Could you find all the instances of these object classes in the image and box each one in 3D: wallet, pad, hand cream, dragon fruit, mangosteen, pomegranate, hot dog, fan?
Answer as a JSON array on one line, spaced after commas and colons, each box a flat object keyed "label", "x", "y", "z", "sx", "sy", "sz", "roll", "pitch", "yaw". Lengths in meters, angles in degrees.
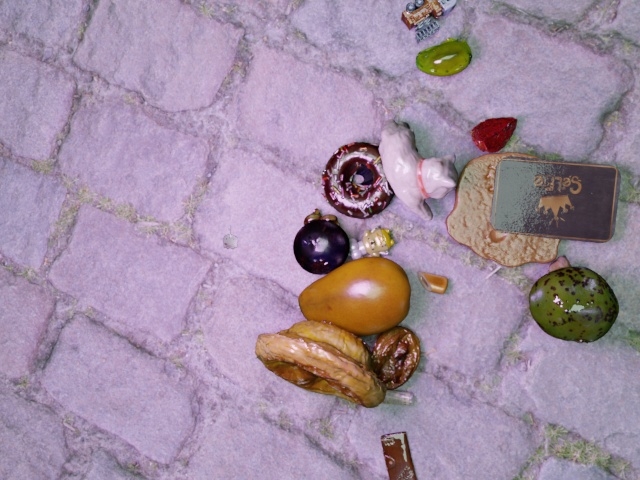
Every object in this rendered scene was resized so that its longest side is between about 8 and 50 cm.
[{"label": "wallet", "x": 0.261, "y": 0.734, "z": 1.751, "sx": 0.095, "sy": 0.026, "sz": 0.176, "roll": -13, "pitch": 87, "yaw": 11}, {"label": "pad", "x": 0.728, "y": -0.161, "z": 1.603, "sx": 0.376, "sy": 0.063, "sz": 0.314, "roll": 5, "pitch": 90, "yaw": 6}, {"label": "hand cream", "x": 0.242, "y": 0.527, "z": 1.754, "sx": 0.143, "sy": 0.039, "sz": 0.061, "roll": 0, "pitch": 97, "yaw": 18}, {"label": "dragon fruit", "x": 0.545, "y": -0.335, "z": 1.687, "sx": 0.162, "sy": 0.083, "sz": 0.106, "roll": -38, "pitch": 39, "yaw": -16}, {"label": "mangosteen", "x": 0.000, "y": 0.000, "z": 1.731, "sx": 0.194, "sy": 0.194, "sz": 0.230, "roll": -11, "pitch": 52, "yaw": 9}, {"label": "pomegranate", "x": 0.749, "y": 0.177, "z": 1.574, "sx": 0.254, "sy": 0.254, "sz": 0.270, "roll": -14, "pitch": 65, "yaw": 9}, {"label": "hot dog", "x": 0.231, "y": 0.391, "z": 1.720, "sx": 0.161, "sy": 0.099, "sz": 0.226, "roll": 22, "pitch": 100, "yaw": -8}, {"label": "fan", "x": -0.319, "y": -0.011, "z": 1.858, "sx": 0.056, "sy": 0.004, "sz": 0.083, "roll": 1, "pitch": 89, "yaw": 9}]

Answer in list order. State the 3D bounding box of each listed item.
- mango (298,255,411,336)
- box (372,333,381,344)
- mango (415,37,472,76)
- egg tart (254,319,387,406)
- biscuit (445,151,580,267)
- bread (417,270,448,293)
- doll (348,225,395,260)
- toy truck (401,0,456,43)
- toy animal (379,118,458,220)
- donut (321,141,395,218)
[{"label": "mango", "x": 0.110, "y": 0.189, "z": 1.669, "sx": 0.378, "sy": 0.221, "sz": 0.263, "roll": -15, "pitch": 130, "yaw": 23}, {"label": "box", "x": 0.215, "y": 0.323, "z": 1.766, "sx": 0.046, "sy": 0.012, "sz": 0.083, "roll": 34, "pitch": 94, "yaw": 7}, {"label": "mango", "x": 0.399, "y": -0.586, "z": 1.699, "sx": 0.179, "sy": 0.100, "sz": 0.119, "roll": -5, "pitch": 50, "yaw": 16}, {"label": "egg tart", "x": 0.009, "y": 0.364, "z": 1.619, "sx": 0.443, "sy": 0.443, "sz": 0.178, "roll": 21, "pitch": 66, "yaw": 9}, {"label": "biscuit", "x": 0.614, "y": -0.101, "z": 1.676, "sx": 0.385, "sy": 0.062, "sz": 0.364, "roll": 20, "pitch": 91, "yaw": 6}, {"label": "bread", "x": 0.364, "y": 0.141, "z": 1.722, "sx": 0.103, "sy": 0.049, "sz": 0.062, "roll": 12, "pitch": 58, "yaw": 10}, {"label": "doll", "x": 0.163, "y": 0.016, "z": 1.751, "sx": 0.163, "sy": 0.062, "sz": 0.106, "roll": -23, "pitch": 82, "yaw": 10}, {"label": "toy truck", "x": 0.364, "y": -0.746, "z": 1.713, "sx": 0.178, "sy": 0.080, "sz": 0.115, "roll": -32, "pitch": 90, "yaw": 9}, {"label": "toy animal", "x": 0.310, "y": -0.264, "z": 1.639, "sx": 0.266, "sy": 0.188, "sz": 0.307, "roll": 24, "pitch": 61, "yaw": -18}, {"label": "donut", "x": 0.129, "y": -0.202, "z": 1.738, "sx": 0.270, "sy": 0.103, "sz": 0.269, "roll": 0, "pitch": 91, "yaw": 10}]
